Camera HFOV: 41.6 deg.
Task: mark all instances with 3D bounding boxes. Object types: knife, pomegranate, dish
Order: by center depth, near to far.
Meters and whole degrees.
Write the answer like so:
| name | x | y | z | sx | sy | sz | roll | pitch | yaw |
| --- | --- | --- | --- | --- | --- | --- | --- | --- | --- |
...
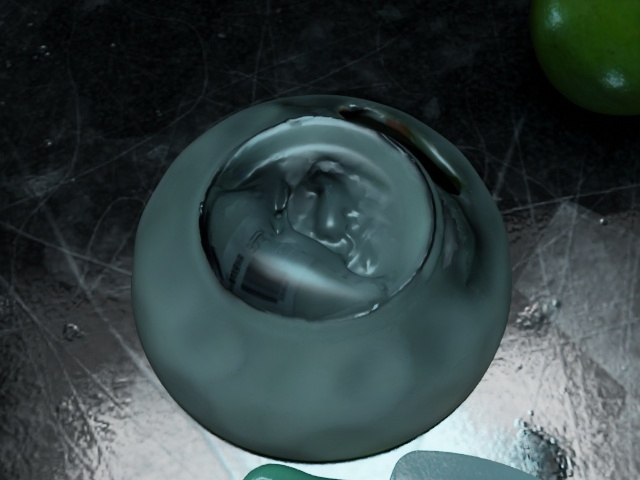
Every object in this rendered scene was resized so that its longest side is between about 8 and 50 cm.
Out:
| name | x | y | z | sx | sy | sz | roll | pitch | yaw |
| --- | --- | --- | --- | --- | --- | --- | --- | --- | --- |
| knife | 0.068 | 0.189 | 0.627 | 0.261 | 0.034 | 0.063 | 0 | 58 | -6 |
| dish | 0.000 | 0.000 | 0.666 | 0.324 | 0.124 | 0.324 | 0 | 64 | 1 |
| pomegranate | 0.287 | -0.203 | 0.756 | 0.241 | 0.159 | 0.190 | -24 | 71 | -41 |
